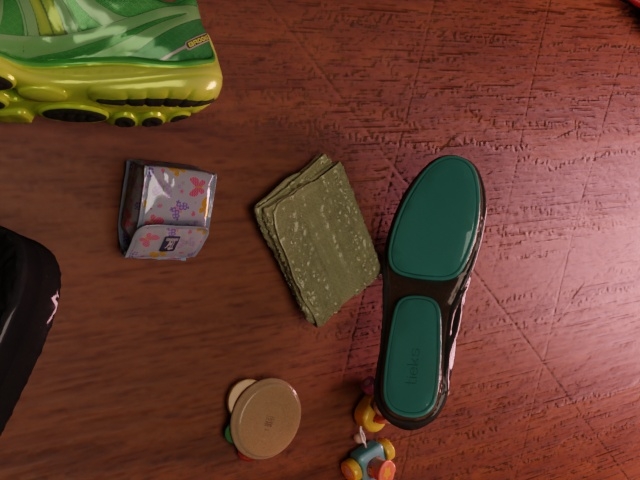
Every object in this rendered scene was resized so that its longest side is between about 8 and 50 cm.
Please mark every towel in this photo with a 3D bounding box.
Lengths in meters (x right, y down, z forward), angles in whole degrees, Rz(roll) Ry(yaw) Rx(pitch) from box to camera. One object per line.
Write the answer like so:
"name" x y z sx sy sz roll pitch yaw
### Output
"towel" 0.000 0.000 0.901 0.110 0.027 0.148 -37 115 -27

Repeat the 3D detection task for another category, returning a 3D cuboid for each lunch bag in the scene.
"lunch bag" -0.132 -0.024 0.788 0.071 0.053 0.083 5 102 -35

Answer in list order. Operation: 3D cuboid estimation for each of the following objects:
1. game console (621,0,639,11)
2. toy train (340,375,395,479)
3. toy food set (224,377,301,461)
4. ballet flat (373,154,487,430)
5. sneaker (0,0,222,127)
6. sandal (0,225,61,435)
"game console" 0.427 -0.336 1.172 0.124 0.085 0.144 27 78 -4
"toy train" 0.089 0.206 0.980 0.125 0.046 0.166 22 83 -35
"toy food set" -0.055 0.173 0.888 0.083 0.020 0.083 0 96 -36
"ballet flat" 0.105 0.053 0.940 0.096 0.095 0.281 62 42 -74
"sneaker" -0.218 -0.158 0.692 0.295 0.109 0.124 3 72 -34
"sandal" -0.288 0.208 0.647 0.107 0.167 0.446 38 74 -51
